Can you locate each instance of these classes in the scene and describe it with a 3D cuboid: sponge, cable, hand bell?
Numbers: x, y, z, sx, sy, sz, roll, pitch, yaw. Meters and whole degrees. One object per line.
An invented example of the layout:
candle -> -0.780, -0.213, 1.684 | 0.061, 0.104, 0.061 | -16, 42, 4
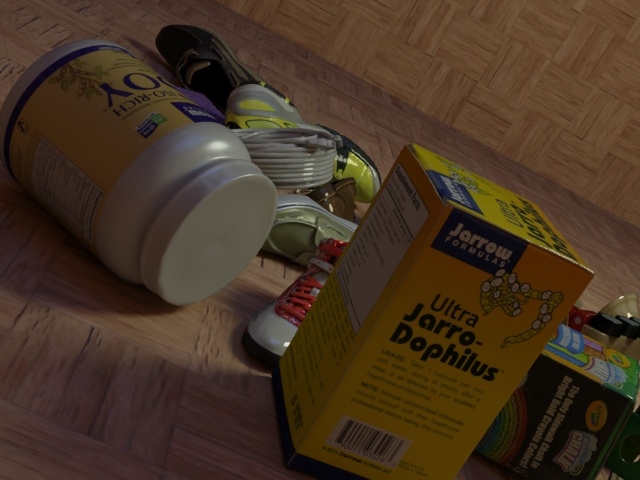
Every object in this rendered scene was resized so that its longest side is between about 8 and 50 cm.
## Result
sponge -> -0.257, -0.267, 2.035 | 0.117, 0.031, 0.210 | 10, 28, -43
cable -> -0.098, -0.155, 1.748 | 0.257, 0.089, 0.257 | -2, 13, -9
hand bell -> 0.716, 0.246, 2.085 | 0.126, 0.126, 0.242 | 11, 37, -44

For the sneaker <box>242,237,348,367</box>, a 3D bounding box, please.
sneaker -> -0.015, 0.074, 1.325 | 0.090, 0.145, 0.270 | 33, 19, 10

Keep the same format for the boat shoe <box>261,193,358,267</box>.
boat shoe -> 0.000, 0.000, 1.609 | 0.302, 0.109, 0.094 | 14, 26, -46

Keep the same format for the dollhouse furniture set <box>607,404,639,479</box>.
dollhouse furniture set -> 0.547, 0.356, 1.421 | 0.197, 0.151, 0.301 | 35, 19, 14

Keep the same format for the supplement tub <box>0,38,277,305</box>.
supplement tub -> -0.243, -0.091, 1.263 | 0.331, 0.241, 0.241 | 38, 20, 25

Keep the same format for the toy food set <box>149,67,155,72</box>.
toy food set -> -0.419, -0.389, 2.133 | 0.122, 0.019, 0.078 | 27, 17, -34

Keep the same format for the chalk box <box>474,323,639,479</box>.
chalk box -> 0.336, 0.233, 1.336 | 0.289, 0.180, 0.179 | 28, 18, 14

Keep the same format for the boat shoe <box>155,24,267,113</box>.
boat shoe -> -0.267, -0.407, 2.231 | 0.355, 0.132, 0.130 | 37, 19, 23

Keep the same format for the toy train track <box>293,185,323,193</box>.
toy train track -> -0.020, -0.107, 1.943 | 0.083, 0.014, 0.048 | -10, 7, -37

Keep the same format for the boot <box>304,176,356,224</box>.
boot -> 0.024, -0.054, 1.849 | 0.115, 0.112, 0.305 | 61, 14, -3

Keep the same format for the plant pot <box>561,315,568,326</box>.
plant pot -> 0.242, 0.100, 1.535 | 0.254, 0.237, 0.237 | 1, 22, -4

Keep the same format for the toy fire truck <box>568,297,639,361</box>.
toy fire truck -> 0.542, 0.158, 1.974 | 0.217, 0.158, 0.246 | 9, 16, -46

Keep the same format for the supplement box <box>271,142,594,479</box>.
supplement box -> 0.113, 0.104, 1.106 | 0.195, 0.356, 0.194 | 24, 20, -18

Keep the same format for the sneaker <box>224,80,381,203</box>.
sneaker -> -0.045, -0.172, 2.004 | 0.385, 0.145, 0.147 | 30, 52, -16
